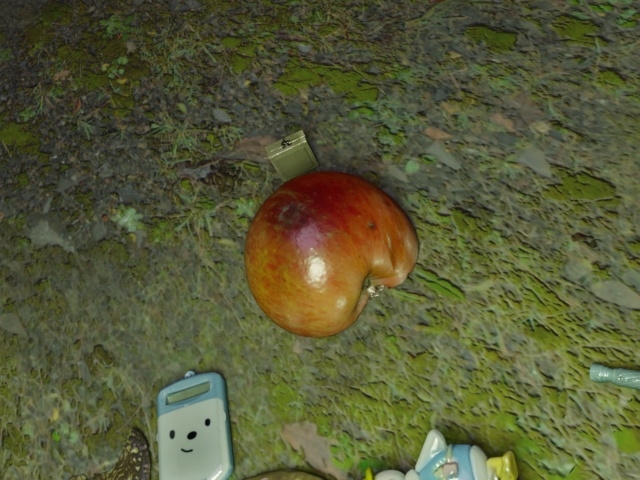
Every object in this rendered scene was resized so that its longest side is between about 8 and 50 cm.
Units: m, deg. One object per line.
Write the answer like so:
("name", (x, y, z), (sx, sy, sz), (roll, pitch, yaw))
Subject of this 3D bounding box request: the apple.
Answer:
("apple", (0.000, 0.000, 1.151), (0.251, 0.163, 0.293), (33, 76, 36))

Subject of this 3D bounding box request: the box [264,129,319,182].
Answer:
("box", (-0.054, -0.159, 1.325), (0.079, 0.083, 0.035), (-24, 53, 4))

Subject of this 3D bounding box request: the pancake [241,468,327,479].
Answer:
("pancake", (-0.068, 0.426, 0.967), (0.241, 0.050, 0.242), (-10, 54, 15))

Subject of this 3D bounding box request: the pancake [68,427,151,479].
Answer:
("pancake", (-0.356, 0.392, 1.123), (0.190, 0.020, 0.184), (-8, 57, 15))

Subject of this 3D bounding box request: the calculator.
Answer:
("calculator", (-0.200, 0.300, 1.110), (0.121, 0.039, 0.210), (-18, 53, 8))

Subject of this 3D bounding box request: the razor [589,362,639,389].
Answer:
("razor", (0.465, 0.186, 0.901), (0.231, 0.106, 0.068), (7, 60, 36))

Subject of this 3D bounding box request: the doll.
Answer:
("doll", (0.140, 0.330, 0.921), (0.240, 0.135, 0.099), (-15, 26, 10))
